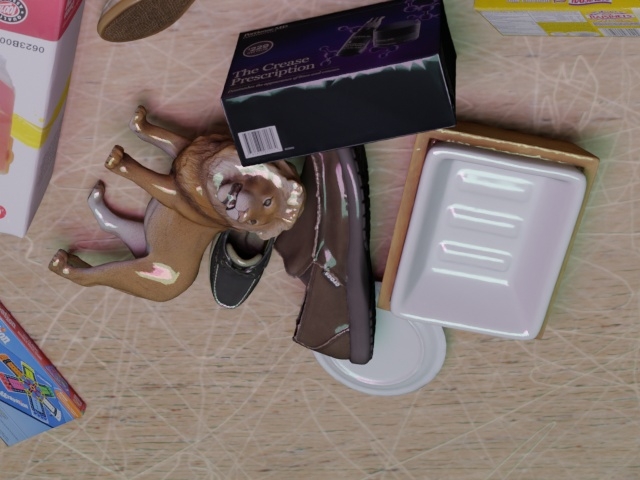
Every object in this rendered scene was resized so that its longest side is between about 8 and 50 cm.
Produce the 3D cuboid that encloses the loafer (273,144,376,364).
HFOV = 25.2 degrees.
[{"bbox_3d":[0.000,0.000,1.854,0.130,0.134,0.366,-2,112,5],"label":"loafer"}]

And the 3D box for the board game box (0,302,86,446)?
[{"bbox_3d":[-0.484,0.178,2.104,0.145,0.027,0.281,-23,119,20],"label":"board game box"}]

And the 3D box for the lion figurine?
[{"bbox_3d":[-0.187,-0.020,1.862,0.240,0.142,0.392,30,140,-8],"label":"lion figurine"}]

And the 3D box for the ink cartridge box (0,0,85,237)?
[{"bbox_3d":[-0.451,-0.221,1.751,0.279,0.160,0.385,14,124,-5],"label":"ink cartridge box"}]

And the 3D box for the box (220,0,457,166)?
[{"bbox_3d":[0.027,-0.196,1.714,0.261,0.184,0.103,-11,119,12],"label":"box"}]

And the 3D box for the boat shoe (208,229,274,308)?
[{"bbox_3d":[-0.105,0.009,1.928,0.080,0.073,0.223,19,122,-6],"label":"boat shoe"}]

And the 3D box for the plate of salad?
[{"bbox_3d":[0.080,0.135,2.013,0.199,0.048,0.200,8,124,12],"label":"plate of salad"}]

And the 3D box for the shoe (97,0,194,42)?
[{"bbox_3d":[-0.188,-0.313,1.736,0.219,0.058,0.076,-30,147,27],"label":"shoe"}]

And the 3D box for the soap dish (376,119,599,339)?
[{"bbox_3d":[0.211,-0.018,1.856,0.229,0.118,0.291,10,124,-2],"label":"soap dish"}]

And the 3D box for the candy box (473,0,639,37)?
[{"bbox_3d":[0.292,-0.263,1.664,0.206,0.027,0.105,5,170,26],"label":"candy box"}]
